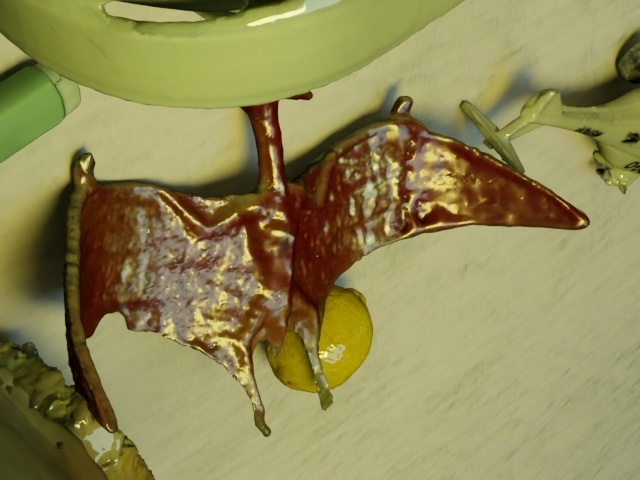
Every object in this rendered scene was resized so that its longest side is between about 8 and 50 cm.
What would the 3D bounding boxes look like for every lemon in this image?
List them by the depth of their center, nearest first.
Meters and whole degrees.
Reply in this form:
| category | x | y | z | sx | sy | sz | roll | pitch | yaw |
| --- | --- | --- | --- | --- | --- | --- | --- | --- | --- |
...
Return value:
| category | x | y | z | sx | sy | sz | roll | pitch | yaw |
| --- | --- | --- | --- | --- | --- | --- | --- | --- | --- |
| lemon | 0.000 | 0.057 | 0.837 | 0.083 | 0.062 | 0.062 | -48 | 147 | -36 |

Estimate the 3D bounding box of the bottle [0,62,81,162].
| category | x | y | z | sx | sy | sz | roll | pitch | yaw |
| --- | --- | --- | --- | --- | --- | --- | --- | --- | --- |
| bottle | -0.143 | -0.049 | 0.606 | 0.083 | 0.030 | 0.030 | -38 | 141 | -26 |

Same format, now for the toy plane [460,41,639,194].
| category | x | y | z | sx | sy | sz | roll | pitch | yaw |
| --- | --- | --- | --- | --- | --- | --- | --- | --- | --- |
| toy plane | 0.207 | -0.080 | 0.971 | 0.108 | 0.092 | 0.286 | -45 | 154 | 28 |

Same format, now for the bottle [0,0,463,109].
| category | x | y | z | sx | sy | sz | roll | pitch | yaw |
| --- | --- | --- | --- | --- | --- | --- | --- | --- | --- |
| bottle | -0.054 | -0.165 | 0.480 | 0.352 | 0.229 | 0.229 | 17 | 103 | -58 |

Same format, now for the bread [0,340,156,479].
| category | x | y | z | sx | sy | sz | roll | pitch | yaw |
| --- | --- | --- | --- | --- | --- | --- | --- | --- | --- |
| bread | -0.150 | 0.154 | 0.697 | 0.138 | 0.102 | 0.196 | -38 | 142 | -22 |

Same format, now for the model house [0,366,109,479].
| category | x | y | z | sx | sy | sz | roll | pitch | yaw |
| --- | --- | --- | --- | --- | --- | --- | --- | --- | --- |
| model house | -0.217 | 0.217 | 0.338 | 0.400 | 0.395 | 0.445 | -42 | 160 | -3 |

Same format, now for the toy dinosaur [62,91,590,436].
| category | x | y | z | sx | sy | sz | roll | pitch | yaw |
| --- | --- | --- | --- | --- | --- | --- | --- | --- | --- |
| toy dinosaur | 0.004 | 0.007 | 0.733 | 0.327 | 0.113 | 0.206 | 18 | 86 | -45 |
